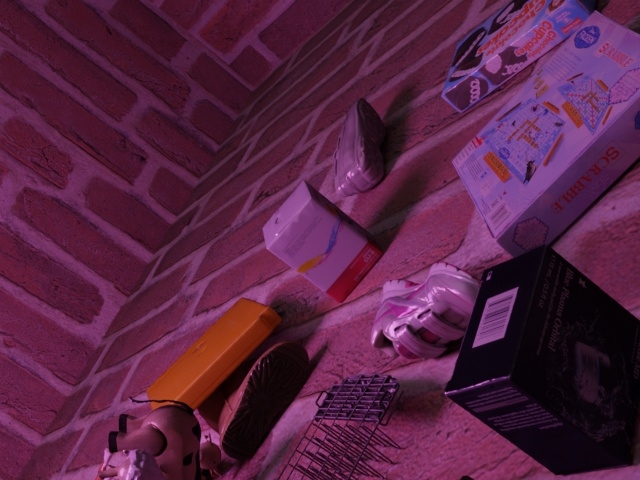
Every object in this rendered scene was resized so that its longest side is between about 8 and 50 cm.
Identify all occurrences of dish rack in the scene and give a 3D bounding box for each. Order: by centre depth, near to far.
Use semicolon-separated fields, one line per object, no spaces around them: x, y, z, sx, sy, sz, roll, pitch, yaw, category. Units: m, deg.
0.019;0.302;1.150;0.271;0.074;0.208;-58;20;-23;dish rack

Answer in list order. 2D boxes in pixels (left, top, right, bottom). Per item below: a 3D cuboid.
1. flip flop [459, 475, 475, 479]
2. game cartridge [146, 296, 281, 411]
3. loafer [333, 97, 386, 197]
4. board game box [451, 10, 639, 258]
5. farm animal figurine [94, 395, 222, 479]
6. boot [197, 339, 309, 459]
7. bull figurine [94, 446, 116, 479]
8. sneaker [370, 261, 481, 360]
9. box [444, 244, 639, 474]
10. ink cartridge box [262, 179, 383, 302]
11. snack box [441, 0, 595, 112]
0.136;0.296;0.793;0.112;0.080;0.277;-55;-4;-1;flip flop
-0.212;0.230;1.673;0.285;0.053;0.323;-45;11;-10;game cartridge
0.077;-0.209;1.906;0.111;0.112;0.319;-33;25;26;loafer
0.341;-0.156;1.219;0.318;0.066;0.319;-47;18;18;board game box
-0.233;0.394;1.401;0.330;0.172;0.327;-92;-1;-63;farm animal figurine
-0.137;0.259;1.588;0.236;0.089;0.269;-53;16;-4;boot
-0.422;0.533;1.714;0.188;0.101;0.310;-68;18;-8;bull figurine
0.151;0.108;1.160;0.111;0.103;0.252;-65;15;-23;sneaker
0.224;0.117;0.838;0.093;0.158;0.156;-30;29;51;box
0.000;0.000;1.589;0.127;0.176;0.128;-50;18;9;ink cartridge box
0.368;-0.387;1.601;0.322;0.060;0.187;-34;26;45;snack box
